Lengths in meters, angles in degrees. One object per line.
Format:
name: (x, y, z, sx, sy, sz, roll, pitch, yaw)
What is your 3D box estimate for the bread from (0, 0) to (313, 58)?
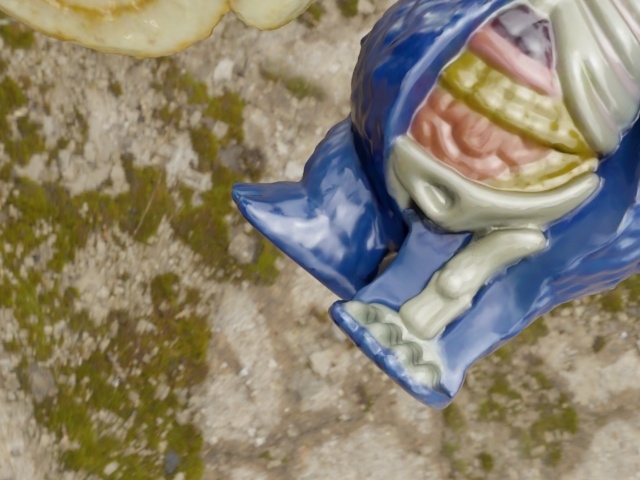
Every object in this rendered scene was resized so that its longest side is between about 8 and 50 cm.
bread: (-0.042, -0.117, 0.308, 0.122, 0.149, 0.073, 27, 39, -3)

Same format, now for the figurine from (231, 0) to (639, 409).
figurine: (0.090, -0.064, 0.372, 0.121, 0.262, 0.164, 22, 34, -51)
